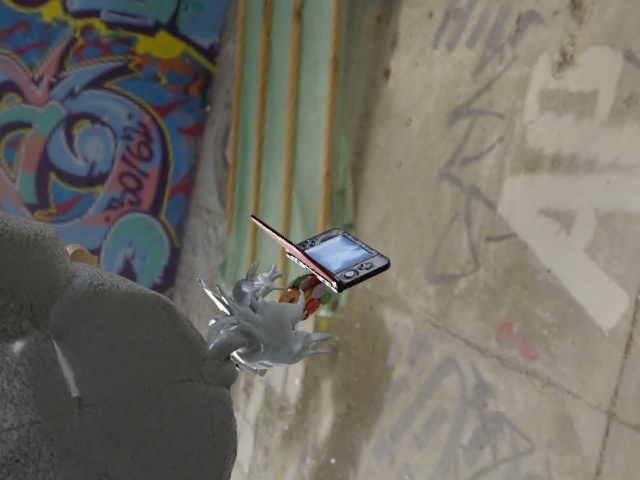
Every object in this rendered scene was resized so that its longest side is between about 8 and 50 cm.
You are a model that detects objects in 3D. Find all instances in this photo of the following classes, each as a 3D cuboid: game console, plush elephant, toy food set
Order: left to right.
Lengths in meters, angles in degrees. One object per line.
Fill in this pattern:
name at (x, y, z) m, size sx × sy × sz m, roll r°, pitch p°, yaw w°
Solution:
plush elephant at (-0.183, 0.109, 0.454) m, size 0.255 × 0.330 × 0.271 m, roll -29°, pitch 80°, yaw 36°
toy food set at (-0.022, 0.079, 1.214) m, size 0.082 × 0.083 × 0.020 m, roll -44°, pitch 50°, yaw -7°
game console at (0.000, 0.000, 1.112) m, size 0.144 × 0.124 × 0.085 m, roll 34°, pitch 143°, yaw 54°

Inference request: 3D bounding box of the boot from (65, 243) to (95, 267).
boot at (-0.349, 0.048, 0.894) m, size 0.295 × 0.211 × 0.104 m, roll 126°, pitch 164°, yaw -65°
